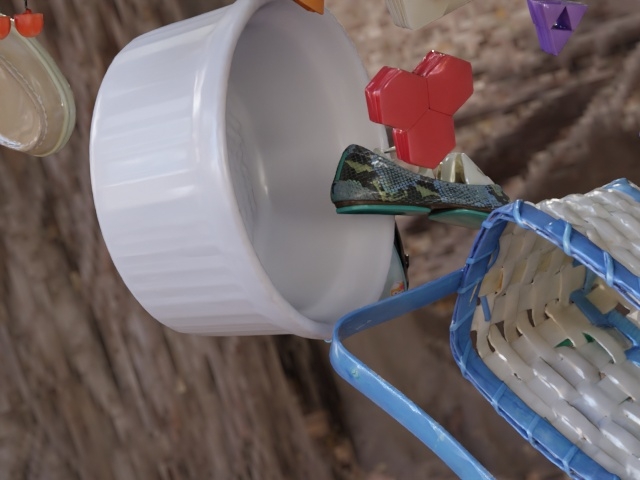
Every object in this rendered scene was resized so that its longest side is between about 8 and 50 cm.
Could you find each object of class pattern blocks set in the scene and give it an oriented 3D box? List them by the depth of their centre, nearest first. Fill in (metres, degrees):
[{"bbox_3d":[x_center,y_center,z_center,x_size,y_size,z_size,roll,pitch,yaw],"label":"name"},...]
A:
[{"bbox_3d":[0.081,-0.236,1.191,0.285,0.325,0.026,-44,34,-15],"label":"pattern blocks set"}]

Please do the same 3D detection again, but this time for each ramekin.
[{"bbox_3d":[-0.061,-0.053,1.439,0.135,0.277,0.277,-8,15,27],"label":"ramekin"}]

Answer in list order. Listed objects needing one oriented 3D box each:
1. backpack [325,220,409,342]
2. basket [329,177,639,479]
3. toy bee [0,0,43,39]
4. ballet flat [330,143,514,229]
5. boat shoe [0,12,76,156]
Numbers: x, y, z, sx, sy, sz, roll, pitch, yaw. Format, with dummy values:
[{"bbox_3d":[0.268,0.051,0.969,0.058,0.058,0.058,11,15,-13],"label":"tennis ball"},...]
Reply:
[{"bbox_3d":[0.000,0.000,1.698,0.144,0.188,0.166,-27,-19,-15],"label":"backpack"},{"bbox_3d":[0.187,0.095,1.346,0.289,0.201,0.255,-20,49,-36],"label":"basket"},{"bbox_3d":[-0.241,-0.229,1.285,0.195,0.162,0.298,1,20,-16],"label":"toy bee"},{"bbox_3d":[0.093,-0.046,1.492,0.188,0.070,0.070,7,-4,-36],"label":"ballet flat"},{"bbox_3d":[-0.347,-0.169,1.598,0.109,0.302,0.098,-58,-14,30],"label":"boat shoe"}]
